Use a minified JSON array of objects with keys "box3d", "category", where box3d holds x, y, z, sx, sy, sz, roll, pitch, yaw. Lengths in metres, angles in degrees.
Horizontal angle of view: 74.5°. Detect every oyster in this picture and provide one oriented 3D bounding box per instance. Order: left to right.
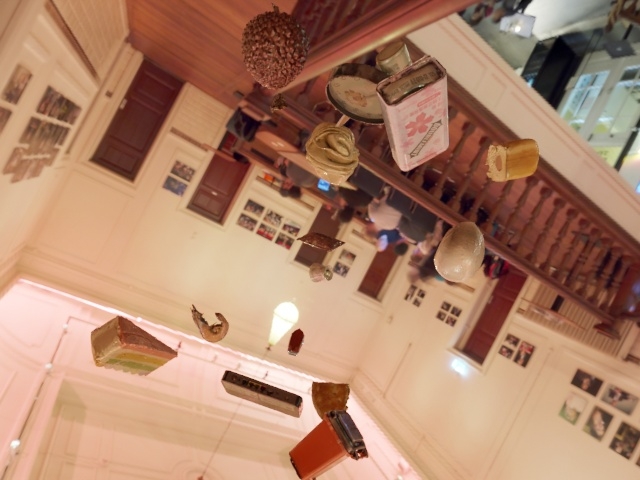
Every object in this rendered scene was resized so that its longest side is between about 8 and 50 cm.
[{"box3d":[-0.176,-0.560,1.713,0.132,0.086,0.029,52,163,46],"category":"oyster"}]

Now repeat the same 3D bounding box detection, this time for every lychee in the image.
[{"box3d":[-0.168,-0.725,1.582,0.264,0.300,0.264,5,-172,-1],"category":"lychee"}]

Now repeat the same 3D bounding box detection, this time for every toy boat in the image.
[{"box3d":[-0.116,0.485,2.012,0.069,0.059,0.173,11,-150,4],"category":"toy boat"}]

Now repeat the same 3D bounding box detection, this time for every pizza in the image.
[{"box3d":[0.062,0.725,1.918,0.292,0.197,0.058,39,171,47],"category":"pizza"}]

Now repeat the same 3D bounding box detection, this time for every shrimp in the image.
[{"box3d":[-0.546,0.397,2.069,0.052,0.143,0.251,42,160,56],"category":"shrimp"}]

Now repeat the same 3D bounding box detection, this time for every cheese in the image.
[{"box3d":[0.478,0.053,1.453,0.154,0.198,0.189,30,-137,17],"category":"cheese"}]

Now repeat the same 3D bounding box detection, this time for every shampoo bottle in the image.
[{"box3d":[0.309,-0.616,1.581,0.234,0.118,0.087,43,-153,-42],"category":"shampoo bottle"}]

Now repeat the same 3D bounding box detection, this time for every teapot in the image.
[{"box3d":[0.009,0.102,1.353,0.064,0.064,0.083,-2,-172,37],"category":"teapot"}]

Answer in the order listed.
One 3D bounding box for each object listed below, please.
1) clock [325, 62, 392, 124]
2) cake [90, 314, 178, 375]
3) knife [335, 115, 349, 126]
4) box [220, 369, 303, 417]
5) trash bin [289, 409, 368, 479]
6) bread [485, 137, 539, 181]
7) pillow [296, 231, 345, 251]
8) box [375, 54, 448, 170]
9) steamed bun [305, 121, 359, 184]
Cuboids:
[{"box3d":[0.166,-0.560,1.637,0.312,0.061,0.312,21,168,5],"category":"clock"},{"box3d":[-0.477,0.296,1.085,0.225,0.109,0.090,54,180,-41],"category":"cake"},{"box3d":[0.156,-0.585,1.807,0.022,0.256,0.046,51,-163,21],"category":"knife"},{"box3d":[-0.243,0.650,1.779,0.350,0.058,0.211,17,145,9],"category":"box"},{"box3d":[0.028,0.733,1.471,0.184,0.238,0.161,52,-172,32],"category":"trash bin"},{"box3d":[0.664,-0.279,1.454,0.173,0.134,0.085,-12,-164,-21],"category":"bread"},{"box3d":[0.000,0.000,1.670,0.185,0.043,0.118,13,-158,33],"category":"pillow"},{"box3d":[0.294,-0.379,1.306,0.112,0.190,0.370,62,-176,28],"category":"box"},{"box3d":[0.054,-0.439,2.108,0.276,0.289,0.203,21,-168,10],"category":"steamed bun"}]
